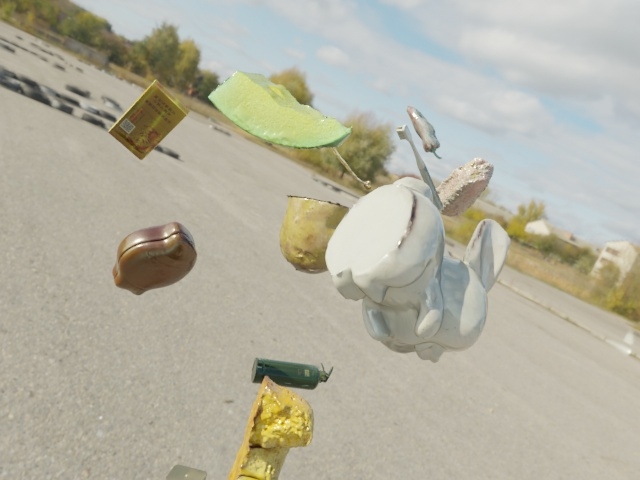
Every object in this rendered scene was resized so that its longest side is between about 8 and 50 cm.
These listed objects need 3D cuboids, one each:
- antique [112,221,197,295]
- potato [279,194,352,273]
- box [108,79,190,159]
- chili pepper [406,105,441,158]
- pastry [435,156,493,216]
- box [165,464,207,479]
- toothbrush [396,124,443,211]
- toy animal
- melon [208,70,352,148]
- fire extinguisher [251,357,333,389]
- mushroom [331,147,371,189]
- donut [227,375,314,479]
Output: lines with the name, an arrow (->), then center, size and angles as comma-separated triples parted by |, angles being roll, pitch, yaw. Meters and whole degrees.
antique -> -0.510, 0.049, 1.736 | 0.223, 0.278, 0.129 | 31, 27, -48
potato -> 0.000, 0.000, 1.913 | 0.300, 0.237, 0.288 | 18, -7, -33
box -> -0.338, -0.233, 1.107 | 0.089, 0.156, 0.022 | 42, 31, -20
chili pepper -> 0.238, -0.253, 1.287 | 0.050, 0.041, 0.153 | 42, 26, -70
pastry -> 0.413, -0.146, 1.688 | 0.102, 0.112, 0.265 | 12, -22, -16
box -> -0.461, 0.820, 1.937 | 0.126, 0.031, 0.091 | 9, 15, 9
toothbrush -> 0.279, -0.189, 1.543 | 0.030, 0.025, 0.342 | 4, -33, 35
toy animal -> 0.106, 0.027, 0.606 | 0.193, 0.179, 0.127 | 33, -29, -33
melon -> -0.084, -0.284, 1.326 | 0.323, 0.124, 0.196 | 34, 31, 16
fire extinguisher -> -0.101, 0.500, 2.120 | 0.311, 0.115, 0.095 | 13, -28, -16
mushroom -> 0.054, -0.261, 1.702 | 0.286, 0.026, 0.028 | 46, 15, -2
donut -> -0.151, 0.611, 1.554 | 0.163, 0.435, 0.377 | 19, -17, -5
